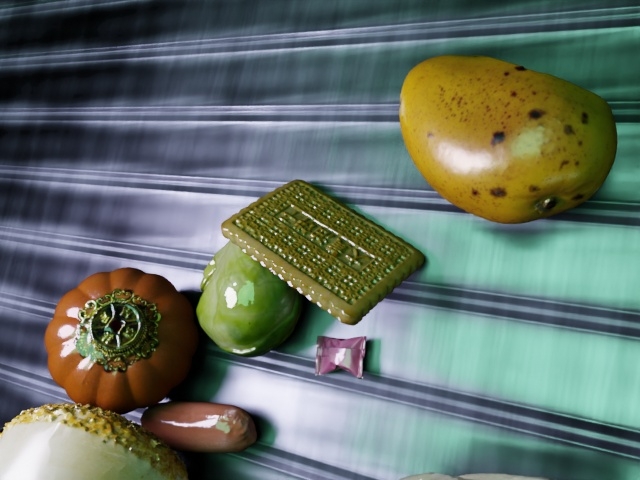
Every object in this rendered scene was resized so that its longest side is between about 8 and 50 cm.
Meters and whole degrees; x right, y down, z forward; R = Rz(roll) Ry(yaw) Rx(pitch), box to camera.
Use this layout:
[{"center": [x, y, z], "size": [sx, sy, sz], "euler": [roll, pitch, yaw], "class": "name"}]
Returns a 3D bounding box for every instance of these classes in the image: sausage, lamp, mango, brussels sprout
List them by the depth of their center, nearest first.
[{"center": [0.212, -0.131, 0.716], "size": [0.290, 0.160, 0.191], "euler": [39, 105, 32], "class": "mango"}, {"center": [-0.095, 0.081, 0.829], "size": [0.145, 0.131, 0.183], "euler": [26, 89, 51], "class": "brussels sprout"}, {"center": [-0.184, 0.279, 0.851], "size": [0.194, 0.077, 0.077], "euler": [-6, 75, 23], "class": "sausage"}, {"center": [-0.299, 0.150, 0.869], "size": [0.223, 0.196, 0.223], "euler": [4, 69, -10], "class": "lamp"}]

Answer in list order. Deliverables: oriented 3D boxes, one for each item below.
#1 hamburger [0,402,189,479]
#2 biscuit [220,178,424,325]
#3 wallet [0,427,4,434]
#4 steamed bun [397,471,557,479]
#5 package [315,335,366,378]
[{"center": [-0.324, 0.350, 0.801], "size": [0.276, 0.294, 0.179], "euler": [-27, 22, 32], "class": "hamburger"}, {"center": [0.000, 0.000, 0.793], "size": [0.254, 0.029, 0.172], "euler": [32, 49, 27], "class": "biscuit"}, {"center": [-0.635, 0.464, 1.046], "size": [0.243, 0.039, 0.133], "euler": [-37, 71, 13], "class": "wallet"}, {"center": [0.191, 0.356, 0.562], "size": [0.394, 0.237, 0.346], "euler": [34, 125, -3], "class": "steamed bun"}, {"center": [0.028, 0.163, 0.802], "size": [0.083, 0.029, 0.059], "euler": [-4, 72, 34], "class": "package"}]
